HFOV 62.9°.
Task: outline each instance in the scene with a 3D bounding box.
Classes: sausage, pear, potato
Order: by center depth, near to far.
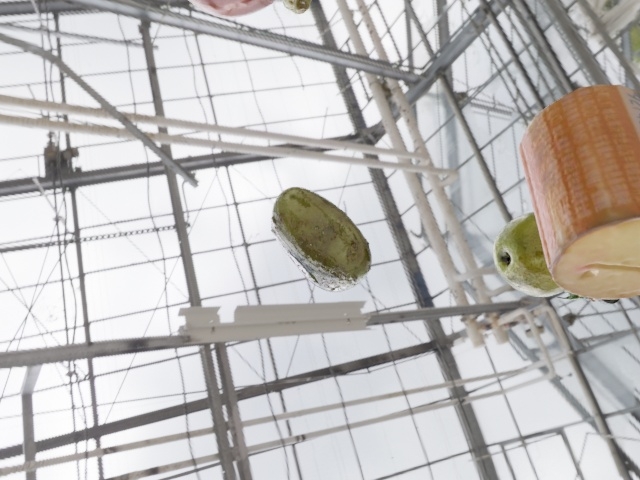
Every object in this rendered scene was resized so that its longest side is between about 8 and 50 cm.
[{"bbox_3d":[0.475,-0.081,0.872,0.233,0.233,0.287,20,-130,-23],"label":"sausage"},{"bbox_3d":[0.000,0.000,1.303,0.307,0.210,0.173,46,-106,-8],"label":"potato"},{"bbox_3d":[0.678,0.041,1.624,0.294,0.294,0.294,17,-126,-25],"label":"pear"}]

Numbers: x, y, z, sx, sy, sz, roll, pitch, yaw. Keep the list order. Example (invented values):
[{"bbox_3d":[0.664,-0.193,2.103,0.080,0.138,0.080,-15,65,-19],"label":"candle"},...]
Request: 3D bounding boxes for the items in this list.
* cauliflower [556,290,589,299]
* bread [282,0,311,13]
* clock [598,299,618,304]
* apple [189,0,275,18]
[{"bbox_3d":[0.980,0.081,1.986,0.256,0.315,0.239,25,-174,-34],"label":"cauliflower"},{"bbox_3d":[-0.034,-0.779,1.363,0.084,0.368,0.077,24,-139,9],"label":"bread"},{"bbox_3d":[0.749,0.129,1.378,0.085,0.017,0.085,7,-115,-16],"label":"clock"},{"bbox_3d":[-0.167,-0.574,1.035,0.251,0.206,0.272,43,-88,4],"label":"apple"}]
